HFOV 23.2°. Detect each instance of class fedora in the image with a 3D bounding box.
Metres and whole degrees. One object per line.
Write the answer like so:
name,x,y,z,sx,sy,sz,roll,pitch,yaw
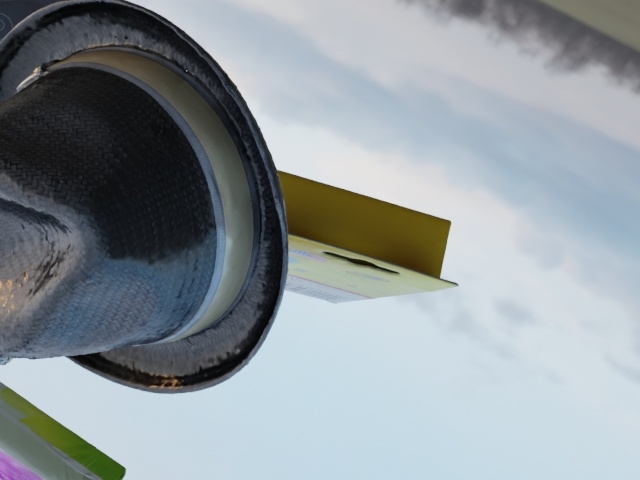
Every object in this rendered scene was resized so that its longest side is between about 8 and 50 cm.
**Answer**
fedora,-0.184,-0.009,1.095,0.334,0.334,0.152,33,-142,27

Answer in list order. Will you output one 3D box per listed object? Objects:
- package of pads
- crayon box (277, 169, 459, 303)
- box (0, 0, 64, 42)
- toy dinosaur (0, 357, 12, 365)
package of pads,-0.436,0.306,2.083,0.296,0.229,0.101,36,-138,-2
crayon box,0.000,0.000,1.645,0.202,0.081,0.318,16,170,-20
box,-0.336,-0.157,1.691,0.165,0.143,0.270,7,161,-23
toy dinosaur,-0.400,0.025,1.397,0.218,0.164,0.322,46,175,38
